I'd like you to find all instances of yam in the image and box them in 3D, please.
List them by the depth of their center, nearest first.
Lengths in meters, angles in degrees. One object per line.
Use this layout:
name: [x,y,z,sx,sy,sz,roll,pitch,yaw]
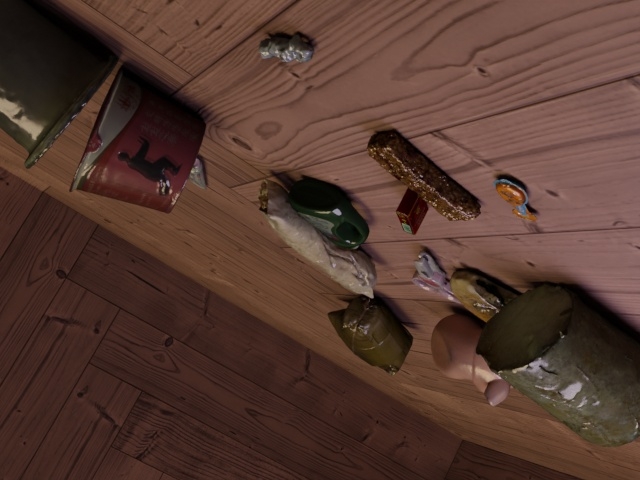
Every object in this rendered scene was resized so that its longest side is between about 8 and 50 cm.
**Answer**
yam: [0.430,0.209,1.458,0.300,0.195,0.195,35,165,-25]

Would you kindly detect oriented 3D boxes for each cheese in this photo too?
cheese: [0.263,-0.055,1.167,0.047,0.017,0.111,21,166,38]

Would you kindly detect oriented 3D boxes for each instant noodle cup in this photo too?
instant noodle cup: [-0.319,-0.160,1.530,0.179,0.234,0.235,23,169,-16]

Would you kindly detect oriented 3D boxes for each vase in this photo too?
vase: [-0.517,-0.293,1.406,0.291,0.245,0.245,39,164,-21]

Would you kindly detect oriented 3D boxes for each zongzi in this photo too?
zongzi: [0.075,0.203,2.274,0.300,0.145,0.274,27,164,36]

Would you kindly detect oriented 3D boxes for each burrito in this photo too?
burrito: [0.000,0.000,1.736,0.076,0.117,0.392,-29,139,22]

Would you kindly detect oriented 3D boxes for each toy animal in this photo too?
toy animal: [0.336,0.237,1.843,0.154,0.166,0.250,2,-174,-33]

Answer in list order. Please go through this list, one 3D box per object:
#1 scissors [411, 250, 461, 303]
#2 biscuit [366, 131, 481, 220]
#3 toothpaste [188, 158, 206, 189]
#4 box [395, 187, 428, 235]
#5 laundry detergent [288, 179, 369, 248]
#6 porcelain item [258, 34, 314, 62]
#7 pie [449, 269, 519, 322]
scissors: [0.217,0.069,1.694,0.118,0.030,0.242,22,170,24]
biscuit: [0.148,-0.087,1.236,0.199,0.034,0.064,36,166,-28]
toothpaste: [-0.272,-0.145,1.885,0.052,0.033,0.218,33,170,-1]
box: [0.144,-0.047,1.357,0.023,0.051,0.082,22,166,22]
laundry detergent: [0.034,-0.034,1.610,0.137,0.063,0.211,15,162,33]
porcelain item: [-0.041,-0.236,1.072,0.083,0.028,0.036,13,158,45]
pie: [0.336,0.127,1.636,0.218,0.052,0.185,31,172,-1]
